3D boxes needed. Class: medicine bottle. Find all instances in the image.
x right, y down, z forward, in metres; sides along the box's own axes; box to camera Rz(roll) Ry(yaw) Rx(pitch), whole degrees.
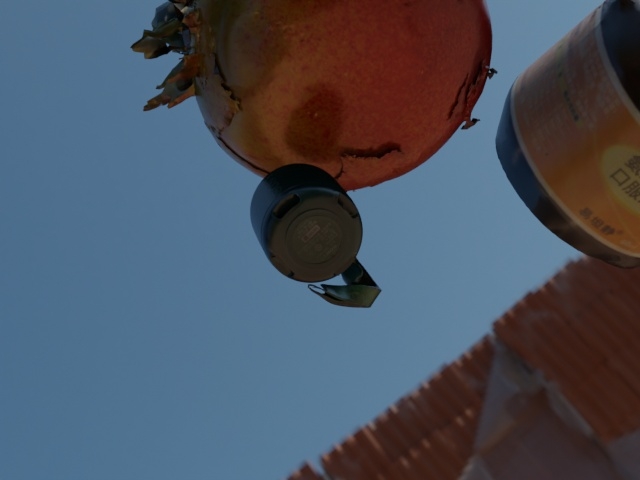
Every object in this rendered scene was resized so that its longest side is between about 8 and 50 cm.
[{"bbox_3d":[0.361,-0.163,1.288,0.242,0.243,0.395,-9,-28,-42],"label":"medicine bottle"}]

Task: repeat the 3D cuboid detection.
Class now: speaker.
[{"bbox_3d":[-0.004,0.004,0.821,0.060,0.075,0.095,-21,-70,-4],"label":"speaker"}]

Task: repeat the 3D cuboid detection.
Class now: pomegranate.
[{"bbox_3d":[-0.003,-0.133,0.908,0.235,0.210,0.210,-1,-33,3],"label":"pomegranate"}]
